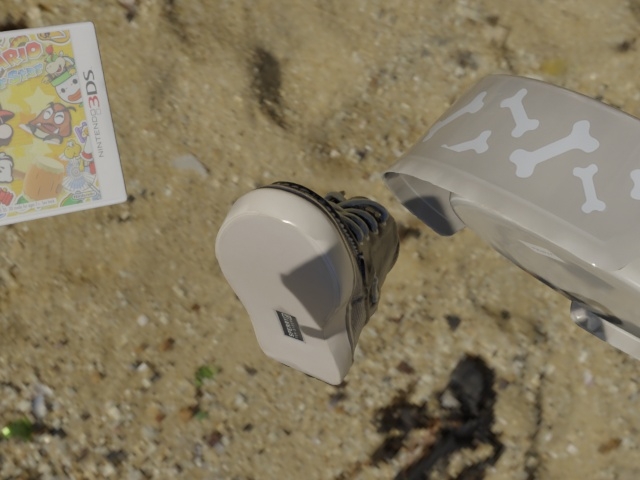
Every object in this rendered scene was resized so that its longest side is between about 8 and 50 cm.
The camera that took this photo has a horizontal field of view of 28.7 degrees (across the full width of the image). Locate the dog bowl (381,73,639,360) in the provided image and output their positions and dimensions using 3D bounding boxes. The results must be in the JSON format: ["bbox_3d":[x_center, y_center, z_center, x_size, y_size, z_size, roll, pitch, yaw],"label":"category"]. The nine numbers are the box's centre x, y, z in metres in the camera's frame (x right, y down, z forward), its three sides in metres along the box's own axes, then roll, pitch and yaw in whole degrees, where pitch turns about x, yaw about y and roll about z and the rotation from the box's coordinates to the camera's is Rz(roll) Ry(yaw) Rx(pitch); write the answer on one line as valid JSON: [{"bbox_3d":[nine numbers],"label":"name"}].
[{"bbox_3d":[0.217,0.003,0.902,0.349,0.349,0.102,35,85,-42],"label":"dog bowl"}]

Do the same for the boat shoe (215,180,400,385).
[{"bbox_3d":[0.000,0.000,1.148,0.340,0.127,0.158,87,27,-64],"label":"boat shoe"}]

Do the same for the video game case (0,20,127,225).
[{"bbox_3d":[-0.338,-0.123,1.360,0.227,0.026,0.206,-12,95,-24],"label":"video game case"}]
